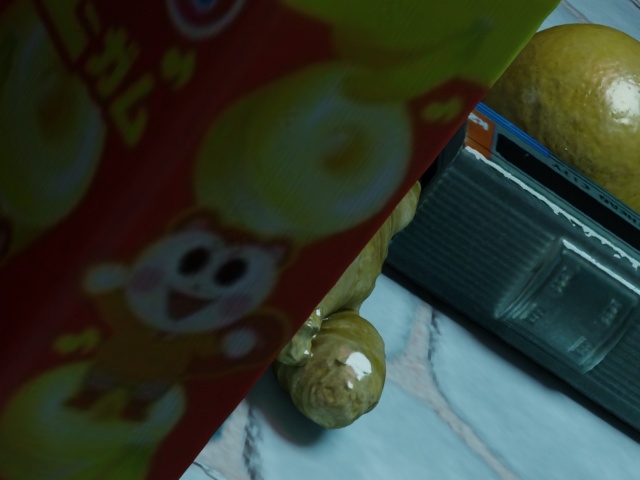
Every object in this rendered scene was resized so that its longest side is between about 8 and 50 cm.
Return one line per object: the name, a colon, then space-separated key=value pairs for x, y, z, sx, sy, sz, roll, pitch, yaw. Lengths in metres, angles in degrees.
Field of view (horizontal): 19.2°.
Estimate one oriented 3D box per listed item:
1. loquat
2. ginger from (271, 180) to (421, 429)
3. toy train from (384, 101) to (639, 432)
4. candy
loquat: x=0.145 y=-0.056 z=1.095 sx=0.141 sy=0.141 sz=0.141 roll=30 pitch=25 yaw=-16
ginger: x=-0.006 y=-0.007 z=0.854 sx=0.115 sy=0.081 sz=0.205 roll=42 pitch=22 yaw=-18
toy train: x=0.217 y=0.078 z=1.007 sx=0.409 sy=0.086 sz=0.089 roll=34 pitch=25 yaw=-9
candy: x=-0.062 y=-0.028 z=0.579 sx=0.088 sy=0.276 sz=0.146 roll=17 pitch=33 yaw=-41
